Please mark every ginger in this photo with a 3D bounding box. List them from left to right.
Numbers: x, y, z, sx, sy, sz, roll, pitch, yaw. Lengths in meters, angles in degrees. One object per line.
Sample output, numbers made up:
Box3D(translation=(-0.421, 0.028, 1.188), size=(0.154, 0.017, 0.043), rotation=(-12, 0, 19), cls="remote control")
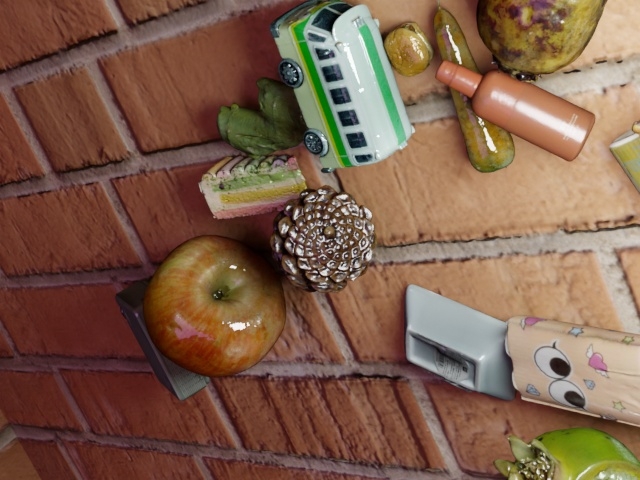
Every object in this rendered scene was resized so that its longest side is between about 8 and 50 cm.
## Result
Box3D(translation=(-0.089, -0.228, 2.040), size=(0.137, 0.089, 0.290), rotation=(41, 148, -18), cls="ginger")

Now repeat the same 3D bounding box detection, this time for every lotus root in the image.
Box3D(translation=(0.308, -0.341, 1.531), size=(0.169, 0.141, 0.314), rotation=(34, 137, 16), cls="lotus root")

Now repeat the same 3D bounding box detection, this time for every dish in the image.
Box3D(translation=(0.243, 0.206, 2.062), size=(0.243, 0.080, 0.181), rotation=(22, 132, 29), cls="dish")

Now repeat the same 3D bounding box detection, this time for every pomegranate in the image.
Box3D(translation=(0.422, 0.432, 1.912), size=(0.260, 0.260, 0.341), rotation=(-5, 142, 45), cls="pomegranate")

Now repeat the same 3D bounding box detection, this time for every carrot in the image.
Box3D(translation=(0.230, -0.248, 1.741), size=(0.078, 0.078, 0.298), rotation=(-8, 108, 46), cls="carrot")

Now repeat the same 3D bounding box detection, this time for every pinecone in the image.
Box3D(translation=(0.000, 0.000, 2.060), size=(0.208, 0.208, 0.207), rotation=(24, 134, 28), cls="pinecone")

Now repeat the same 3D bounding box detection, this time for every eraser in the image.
Box3D(translation=(0.458, 0.213, 1.858), size=(0.291, 0.087, 0.171), rotation=(8, 126, 40), cls="eraser")

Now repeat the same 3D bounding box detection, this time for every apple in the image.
Box3D(translation=(-0.222, 0.141, 2.295), size=(0.302, 0.301, 0.301), rotation=(24, 134, 28), cls="apple")

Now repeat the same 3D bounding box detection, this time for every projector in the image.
Box3D(translation=(-0.366, 0.227, 2.595), size=(0.192, 0.099, 0.256), rotation=(18, 136, 63), cls="projector")

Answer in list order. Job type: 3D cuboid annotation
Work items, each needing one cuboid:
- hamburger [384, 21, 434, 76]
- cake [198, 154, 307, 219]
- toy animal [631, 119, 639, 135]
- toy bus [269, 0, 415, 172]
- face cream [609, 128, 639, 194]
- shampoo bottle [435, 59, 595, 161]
Box3D(translation=(0.141, -0.307, 1.792), size=(0.083, 0.044, 0.076), rotation=(54, 141, -8), cls="hamburger")
Box3D(translation=(-0.118, -0.114, 2.186), size=(0.225, 0.090, 0.109), rotation=(-7, 113, 25), cls="cake")
Box3D(translation=(0.538, -0.178, 1.476), size=(0.241, 0.057, 0.099), rotation=(-1, 118, 17), cls="toy animal")
Box3D(translation=(0.042, -0.262, 1.851), size=(0.165, 0.134, 0.276), rotation=(2, 122, 43), cls="toy bus")
Box3D(translation=(0.544, -0.050, 1.591), size=(0.139, 0.067, 0.285), rotation=(-30, 96, 47), cls="face cream")
Box3D(translation=(0.285, -0.205, 1.660), size=(0.244, 0.085, 0.085), rotation=(28, 137, 6), cls="shampoo bottle")
